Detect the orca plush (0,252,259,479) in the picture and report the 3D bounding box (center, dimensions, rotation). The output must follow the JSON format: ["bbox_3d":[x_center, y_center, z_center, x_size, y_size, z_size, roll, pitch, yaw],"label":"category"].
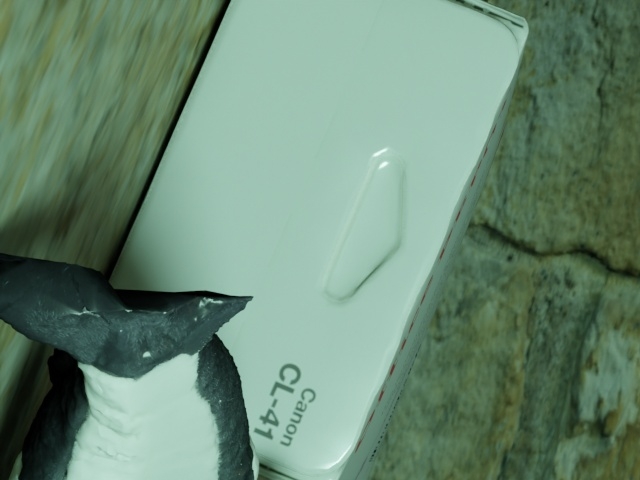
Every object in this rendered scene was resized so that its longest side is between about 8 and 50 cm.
[{"bbox_3d":[-0.095,0.078,0.728,0.151,0.102,0.287,-25,149,-11],"label":"orca plush"}]

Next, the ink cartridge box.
[{"bbox_3d":[0.000,0.000,0.966,0.306,0.131,0.226,60,52,-81],"label":"ink cartridge box"}]
